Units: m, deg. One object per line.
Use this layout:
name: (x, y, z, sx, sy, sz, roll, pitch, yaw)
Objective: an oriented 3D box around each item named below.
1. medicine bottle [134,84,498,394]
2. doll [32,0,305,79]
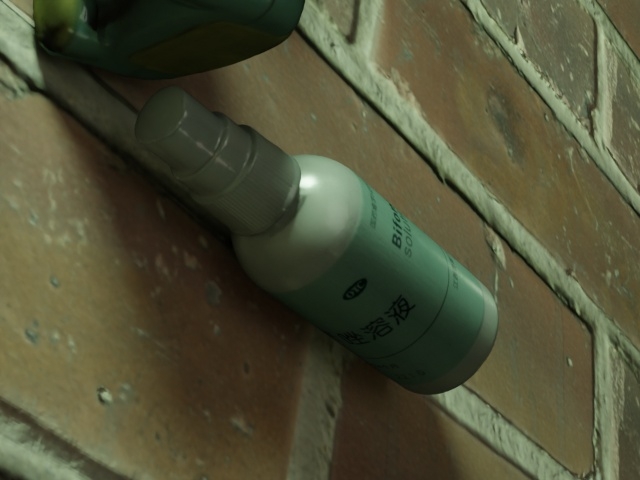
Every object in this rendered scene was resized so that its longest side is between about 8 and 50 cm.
medicine bottle: (0.000, 0.000, 0.930, 0.352, 0.110, 0.110, 38, 46, -40)
doll: (-0.099, -0.253, 0.853, 0.161, 0.177, 0.260, 8, 71, -49)
